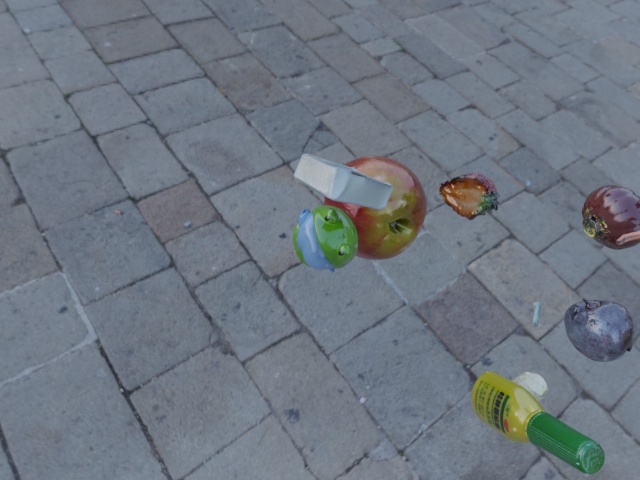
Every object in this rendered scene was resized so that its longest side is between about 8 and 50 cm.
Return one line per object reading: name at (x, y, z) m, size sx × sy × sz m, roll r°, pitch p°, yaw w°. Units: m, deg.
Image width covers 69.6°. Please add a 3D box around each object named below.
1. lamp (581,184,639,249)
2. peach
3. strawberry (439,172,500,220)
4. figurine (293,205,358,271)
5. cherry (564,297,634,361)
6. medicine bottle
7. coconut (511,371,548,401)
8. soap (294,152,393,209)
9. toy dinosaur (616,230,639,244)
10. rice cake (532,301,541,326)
lamp at (0.445, -0.035, 0.696) m, size 0.090 × 0.101 × 0.101 m, roll -23°, pitch 60°, yaw -3°
peach at (0.178, -0.123, 1.618) m, size 0.388 × 0.388 × 0.388 m, roll 6°, pitch 54°, yaw -8°
strawberry at (0.452, -0.136, 1.366) m, size 0.085 × 0.192 × 0.140 m, roll -17°, pitch 84°, yaw -31°
figurine at (0.000, 0.000, 1.116) m, size 0.143 × 0.263 × 0.162 m, roll -16°, pitch 88°, yaw -19°
cherry at (0.840, 0.270, 1.394) m, size 0.195 × 0.195 × 0.195 m, roll 6°, pitch 54°, yaw -8°
medicine bottle at (0.339, 0.293, 0.748) m, size 0.064 × 0.260 × 0.094 m, roll 8°, pitch 89°, yaw -15°
coconut at (0.781, 0.563, 1.738) m, size 0.116 × 0.122 × 0.116 m, roll 11°, pitch 45°, yaw -11°
soap at (0.051, -0.119, 0.938) m, size 0.121 × 0.063 × 0.183 m, roll 31°, pitch 16°, yaw 37°
toy dinosaur at (0.475, 0.000, 0.480) m, size 0.280 × 0.055 × 0.101 m, roll 11°, pitch 9°, yaw 28°
rice cake at (0.832, 0.283, 1.768) m, size 0.022 × 0.022 × 0.121 m, roll -8°, pitch 30°, yaw 38°
